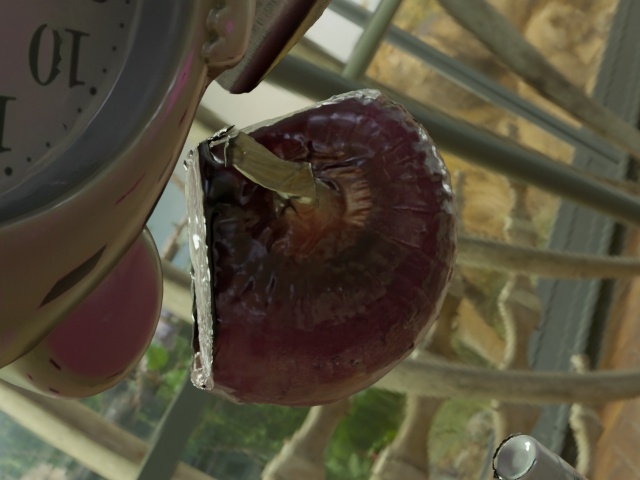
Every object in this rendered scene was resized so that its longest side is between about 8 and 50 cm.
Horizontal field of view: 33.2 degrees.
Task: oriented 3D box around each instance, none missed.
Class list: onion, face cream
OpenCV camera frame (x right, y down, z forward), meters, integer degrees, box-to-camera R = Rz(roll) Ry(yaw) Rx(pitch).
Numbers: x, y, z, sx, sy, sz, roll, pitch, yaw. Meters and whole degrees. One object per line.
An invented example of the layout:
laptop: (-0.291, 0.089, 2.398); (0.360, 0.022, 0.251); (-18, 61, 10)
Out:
onion: (0.001, 0.005, 0.882); (0.272, 0.230, 0.256); (-136, 45, -65)
face cream: (0.279, 0.287, 1.161); (0.058, 0.243, 0.092); (-28, 35, 34)

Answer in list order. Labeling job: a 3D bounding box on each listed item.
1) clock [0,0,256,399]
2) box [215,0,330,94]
clock: (-0.142, -0.096, 0.347); (0.284, 0.114, 0.309); (1, -83, -49)
box: (-0.010, -0.180, 0.654); (0.120, 0.069, 0.224); (-52, 7, -25)
